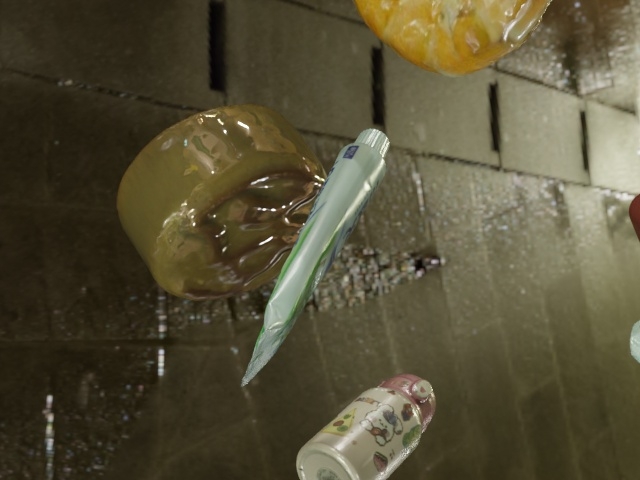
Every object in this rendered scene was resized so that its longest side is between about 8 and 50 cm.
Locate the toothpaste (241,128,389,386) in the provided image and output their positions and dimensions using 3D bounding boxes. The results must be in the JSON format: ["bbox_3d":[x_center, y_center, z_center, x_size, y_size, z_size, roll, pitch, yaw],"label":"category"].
[{"bbox_3d":[0.000,0.000,0.868,0.048,0.075,0.297,26,48,3],"label":"toothpaste"}]

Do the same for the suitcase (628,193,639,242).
[{"bbox_3d":[0.565,0.047,1.345,0.161,0.236,0.297,-33,122,2],"label":"suitcase"}]

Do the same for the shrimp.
[{"bbox_3d":[0.074,-0.333,0.875,0.085,0.445,0.272,0,129,-35],"label":"shrimp"}]

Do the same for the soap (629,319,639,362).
[{"bbox_3d":[0.453,0.063,0.939,0.173,0.289,0.095,45,35,-3],"label":"soap"}]

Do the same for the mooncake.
[{"bbox_3d":[-0.127,-0.045,1.383,0.284,0.284,0.155,8,39,-46],"label":"mooncake"}]

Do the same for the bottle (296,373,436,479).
[{"bbox_3d":[0.082,0.286,1.469,0.253,0.120,0.120,-35,111,-45],"label":"bottle"}]
